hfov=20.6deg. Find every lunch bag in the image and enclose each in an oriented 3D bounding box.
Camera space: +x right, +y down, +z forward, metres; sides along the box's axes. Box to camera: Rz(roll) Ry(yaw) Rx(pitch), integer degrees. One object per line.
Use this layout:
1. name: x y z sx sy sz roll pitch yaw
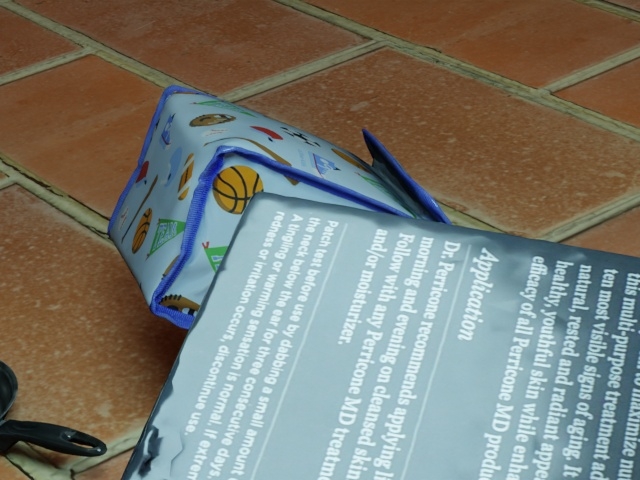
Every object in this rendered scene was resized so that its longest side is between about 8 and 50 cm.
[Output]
1. lunch bag: 0.000 0.000 1.906 0.385 0.239 0.328 21 11 -18

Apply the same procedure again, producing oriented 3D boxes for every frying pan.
1. frying pan: -0.360 0.181 1.882 0.326 0.053 0.197 2 29 9

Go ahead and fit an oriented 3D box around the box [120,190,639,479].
1. box: 0.146 0.268 1.069 0.472 0.480 0.297 11 43 11
